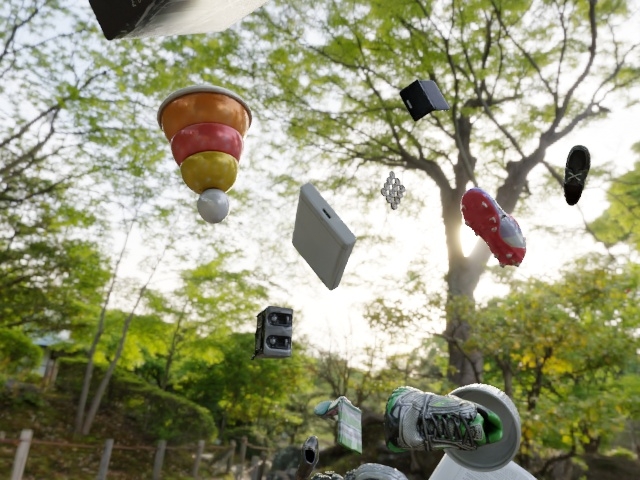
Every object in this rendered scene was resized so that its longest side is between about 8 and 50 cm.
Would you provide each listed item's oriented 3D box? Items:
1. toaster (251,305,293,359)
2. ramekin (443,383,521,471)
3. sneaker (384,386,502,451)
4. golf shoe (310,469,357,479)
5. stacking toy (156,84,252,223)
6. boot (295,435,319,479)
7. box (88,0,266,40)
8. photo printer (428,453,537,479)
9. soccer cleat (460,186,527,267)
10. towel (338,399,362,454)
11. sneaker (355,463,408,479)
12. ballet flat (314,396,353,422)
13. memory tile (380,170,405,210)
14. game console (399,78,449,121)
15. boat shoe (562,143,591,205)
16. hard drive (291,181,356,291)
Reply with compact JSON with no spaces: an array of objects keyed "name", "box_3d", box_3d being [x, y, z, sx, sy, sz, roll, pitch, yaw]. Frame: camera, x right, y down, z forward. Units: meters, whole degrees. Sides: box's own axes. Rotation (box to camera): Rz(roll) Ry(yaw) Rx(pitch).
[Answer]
[{"name":"toaster","box_3d":[-0.163,0.322,1.875,0.110,0.167,0.186,8,-19,-17]},{"name":"ramekin","box_3d":[0.404,0.462,1.384,0.207,0.207,0.109,-3,0,28]},{"name":"sneaker","box_3d":[0.268,0.390,1.189,0.344,0.134,0.146,10,-12,-40]},{"name":"golf shoe","box_3d":[0.103,0.786,1.718,0.273,0.120,0.105,1,-15,-14]},{"name":"stacking toy","box_3d":[-0.407,-0.279,1.968,0.351,0.479,0.350,-6,-25,-3]},{"name":"boot","box_3d":[-0.035,0.855,2.209,0.082,0.219,0.106,22,-59,0]},{"name":"box","box_3d":[-0.310,-0.773,1.441,0.472,0.297,0.480,-13,13,38]},{"name":"photo printer","box_3d":[0.418,0.706,1.481,0.256,0.307,0.107,31,-45,23]},{"name":"soccer cleat","box_3d":[0.382,-0.039,1.198,0.083,0.095,0.248,-7,-45,45]},{"name":"towel","box_3d":[0.099,0.602,1.771,0.023,0.152,0.113,-33,-54,29]},{"name":"sneaker","box_3d":[0.129,0.635,1.125,0.138,0.210,0.365,0,-48,22]},{"name":"ballet flat","box_3d":[0.052,0.634,2.037,0.079,0.077,0.221,42,-37,-5]},{"name":"memory tile","box_3d":[0.291,-0.200,2.192,0.012,0.148,0.113,-20,-60,43]},{"name":"game console","box_3d":[0.322,-0.434,1.702,0.107,0.122,0.071,-32,-24,21]},{"name":"boat shoe","box_3d":[0.904,-0.228,1.934,0.084,0.079,0.233,9,-48,21]},{"name":"hard drive","box_3d":[0.000,0.000,1.732,0.047,0.233,0.353,-32,-19,-21]}]
